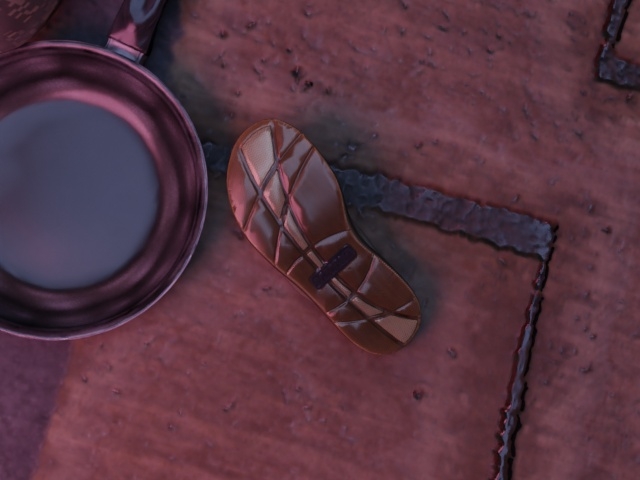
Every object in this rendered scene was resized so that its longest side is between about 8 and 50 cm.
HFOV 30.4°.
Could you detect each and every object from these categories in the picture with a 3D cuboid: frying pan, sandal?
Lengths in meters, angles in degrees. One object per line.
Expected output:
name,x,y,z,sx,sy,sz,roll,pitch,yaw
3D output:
frying pan,-0.170,-0.097,0.782,0.197,0.053,0.326,2,85,-2
sandal,0.000,0.000,0.789,0.072,0.049,0.180,-38,104,2

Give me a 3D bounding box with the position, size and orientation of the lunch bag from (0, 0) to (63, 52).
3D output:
lunch bag,-0.279,-0.277,0.668,0.305,0.256,0.212,33,84,10
